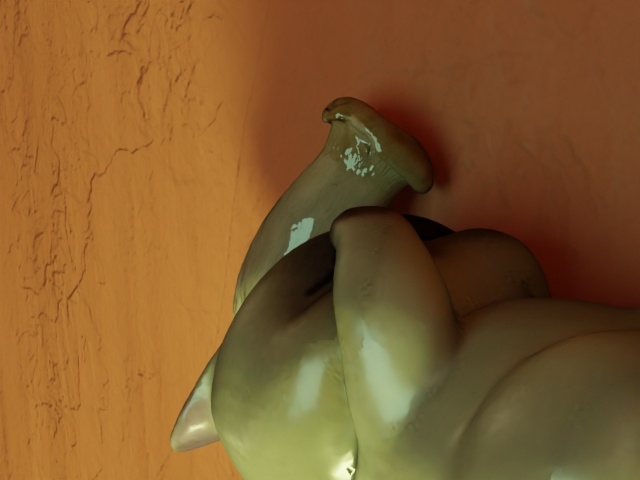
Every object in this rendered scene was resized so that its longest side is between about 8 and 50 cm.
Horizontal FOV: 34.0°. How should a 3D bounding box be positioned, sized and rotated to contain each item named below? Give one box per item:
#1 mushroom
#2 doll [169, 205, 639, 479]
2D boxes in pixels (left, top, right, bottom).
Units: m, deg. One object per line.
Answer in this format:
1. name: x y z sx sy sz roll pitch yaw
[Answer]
1. mushroom: 0.001 0.000 0.724 0.097 0.088 0.213 -103 32 -59
2. doll: 0.095 0.096 0.537 0.370 0.215 0.226 28 134 41
